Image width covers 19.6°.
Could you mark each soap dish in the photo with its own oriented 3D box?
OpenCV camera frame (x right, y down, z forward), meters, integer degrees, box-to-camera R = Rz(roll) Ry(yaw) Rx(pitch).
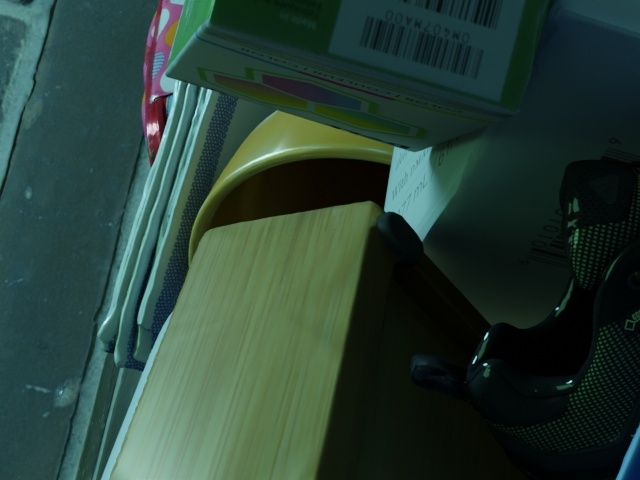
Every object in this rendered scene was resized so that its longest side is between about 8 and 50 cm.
[{"bbox_3d":[0.027,0.132,0.676,0.118,0.229,0.291,-35,19,24],"label":"soap dish"}]

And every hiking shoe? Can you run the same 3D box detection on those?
[{"bbox_3d":[0.137,0.006,0.611,0.227,0.114,0.086,-45,23,18],"label":"hiking shoe"}]

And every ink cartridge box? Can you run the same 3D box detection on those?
[{"bbox_3d":[0.004,-0.079,0.698,0.209,0.109,0.062,173,113,-79],"label":"ink cartridge box"}]

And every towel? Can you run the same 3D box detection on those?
[{"bbox_3d":[0.000,0.000,1.060,0.034,0.285,0.209,10,81,39],"label":"towel"}]

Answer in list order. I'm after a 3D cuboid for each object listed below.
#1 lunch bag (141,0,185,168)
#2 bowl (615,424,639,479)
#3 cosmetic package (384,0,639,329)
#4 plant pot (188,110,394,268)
[{"bbox_3d":[-0.054,-0.063,1.531,0.293,0.120,0.258,-90,-17,-55],"label":"lunch bag"},{"bbox_3d":[0.173,0.097,0.402,0.391,0.077,0.391,-58,16,28],"label":"bowl"},{"bbox_3d":[0.145,-0.167,0.809,0.217,0.156,0.385,120,162,-55],"label":"cosmetic package"},{"bbox_3d":[0.060,-0.023,0.965,0.205,0.205,0.188,-61,1,46],"label":"plant pot"}]
